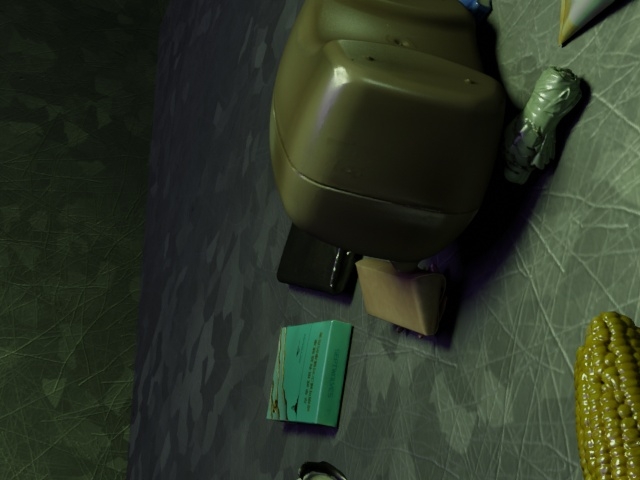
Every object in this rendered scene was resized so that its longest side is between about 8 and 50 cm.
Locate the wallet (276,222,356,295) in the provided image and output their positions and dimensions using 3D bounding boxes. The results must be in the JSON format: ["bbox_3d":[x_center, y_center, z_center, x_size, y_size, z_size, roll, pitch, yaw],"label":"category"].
[{"bbox_3d":[0.000,0.000,1.842,0.321,0.044,0.170,-175,99,-73],"label":"wallet"}]

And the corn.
[{"bbox_3d":[0.265,0.179,0.927,0.097,0.097,0.261,124,153,-45],"label":"corn"}]

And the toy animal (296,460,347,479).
[{"bbox_3d":[0.022,0.472,1.301,0.258,0.194,0.357,-123,41,-51],"label":"toy animal"}]

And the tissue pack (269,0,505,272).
[{"bbox_3d":[0.070,-0.152,1.388,0.387,0.267,0.277,-97,23,-57],"label":"tissue pack"}]

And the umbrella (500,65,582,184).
[{"bbox_3d":[0.246,-0.128,1.235,0.067,0.062,0.143,40,119,34],"label":"umbrella"}]

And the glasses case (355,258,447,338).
[{"bbox_3d":[0.122,0.078,1.447,0.193,0.070,0.102,-168,63,-68],"label":"glasses case"}]

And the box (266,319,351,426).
[{"bbox_3d":[-0.021,0.214,1.759,0.229,0.041,0.162,161,120,-67],"label":"box"}]

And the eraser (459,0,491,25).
[{"bbox_3d":[0.202,-0.318,1.511,0.084,0.027,0.063,130,146,-50],"label":"eraser"}]

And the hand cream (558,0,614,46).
[{"bbox_3d":[0.302,-0.276,1.200,0.174,0.047,0.076,145,134,-74],"label":"hand cream"}]
